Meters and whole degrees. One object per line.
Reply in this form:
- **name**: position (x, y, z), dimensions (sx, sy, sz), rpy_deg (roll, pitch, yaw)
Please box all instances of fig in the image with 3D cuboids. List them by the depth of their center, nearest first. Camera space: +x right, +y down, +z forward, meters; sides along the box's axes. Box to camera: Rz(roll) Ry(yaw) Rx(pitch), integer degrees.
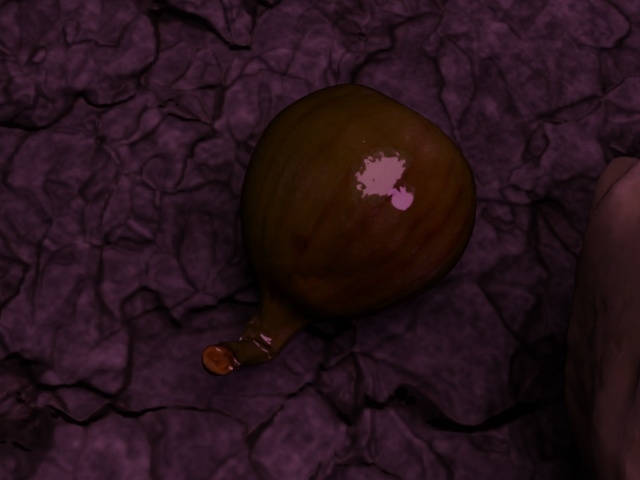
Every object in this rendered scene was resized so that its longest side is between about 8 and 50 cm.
- **fig**: position (0.015, 0.001, 0.860), dimensions (0.142, 0.148, 0.186), rpy_deg (22, 96, -16)

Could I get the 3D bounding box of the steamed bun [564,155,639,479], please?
- **steamed bun**: position (0.283, 0.076, 0.809), dimensions (0.339, 0.247, 0.352), rpy_deg (17, 64, -23)
